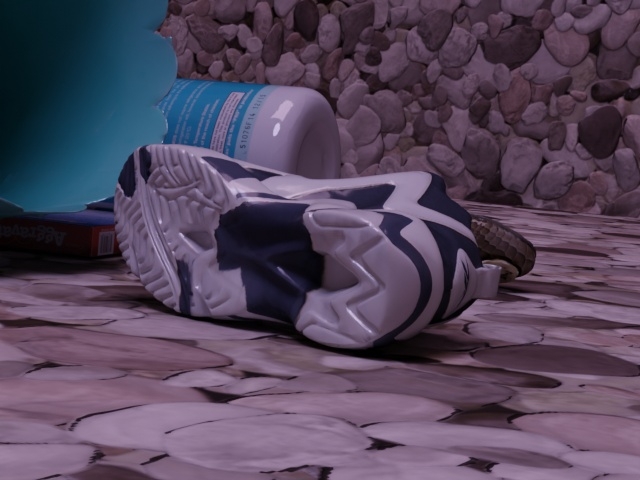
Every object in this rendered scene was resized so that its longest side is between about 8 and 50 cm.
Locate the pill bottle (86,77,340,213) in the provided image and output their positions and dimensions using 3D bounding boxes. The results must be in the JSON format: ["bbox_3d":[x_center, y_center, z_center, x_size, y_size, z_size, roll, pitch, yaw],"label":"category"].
[{"bbox_3d":[-0.125,-0.071,1.153,0.264,0.146,0.146,7,5,21],"label":"pill bottle"}]

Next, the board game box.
[{"bbox_3d":[-0.275,-0.017,1.073,0.281,0.027,0.145,7,4,20],"label":"board game box"}]

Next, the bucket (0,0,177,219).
[{"bbox_3d":[-0.251,-0.136,0.901,0.183,0.281,0.281,-7,-2,32],"label":"bucket"}]

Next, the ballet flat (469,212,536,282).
[{"bbox_3d":[0.039,0.006,1.002,0.250,0.058,0.084,10,-30,4],"label":"ballet flat"}]

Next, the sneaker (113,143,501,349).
[{"bbox_3d":[0.000,0.000,0.752,0.235,0.094,0.153,9,5,42],"label":"sneaker"}]
